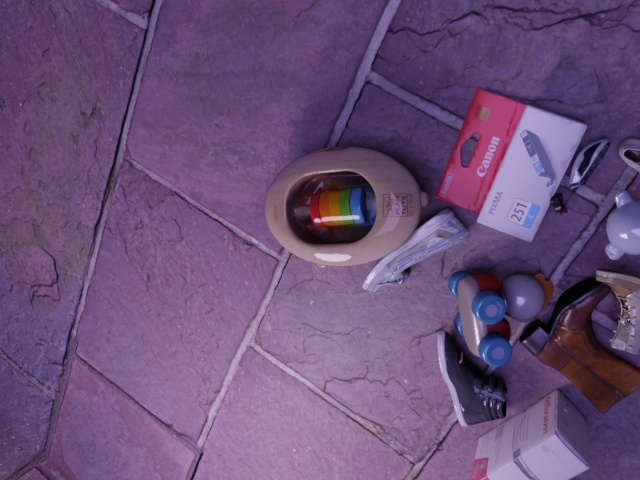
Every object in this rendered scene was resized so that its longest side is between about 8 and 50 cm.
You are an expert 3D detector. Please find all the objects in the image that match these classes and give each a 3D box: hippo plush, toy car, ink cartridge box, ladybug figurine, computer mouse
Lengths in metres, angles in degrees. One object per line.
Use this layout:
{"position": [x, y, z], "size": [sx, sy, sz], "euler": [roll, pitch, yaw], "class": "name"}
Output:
{"position": [0.717, 0.013, 1.111], "size": [0.236, 0.294, 0.235], "euler": [6, 102, 43], "class": "hippo plush"}
{"position": [0.468, 0.167, 1.340], "size": [0.237, 0.219, 0.210], "euler": [-12, 102, -1], "class": "toy car"}
{"position": [0.436, -0.179, 1.292], "size": [0.261, 0.066, 0.296], "euler": [24, 114, 16], "class": "ink cartridge box"}
{"position": [0.070, -0.089, 1.423], "size": [0.449, 0.162, 0.305], "euler": [1, 96, 27], "class": "ladybug figurine"}
{"position": [0.580, -0.150, 1.230], "size": [0.042, 0.106, 0.193], "euler": [38, 107, 31], "class": "computer mouse"}
{"position": [0.532, 0.539, 1.388], "size": [0.117, 0.207, 0.283], "euler": [46, 119, 5], "class": "ink cartridge box"}

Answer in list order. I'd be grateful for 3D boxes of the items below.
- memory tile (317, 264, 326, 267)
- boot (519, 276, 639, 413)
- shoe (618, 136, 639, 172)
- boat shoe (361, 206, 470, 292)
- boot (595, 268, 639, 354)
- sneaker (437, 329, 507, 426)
{"position": [0.000, 0.000, 1.581], "size": [0.113, 0.012, 0.148], "euler": [36, 117, 11], "class": "memory tile"}
{"position": [0.672, 0.255, 1.304], "size": [0.280, 0.096, 0.264], "euler": [39, 110, 5], "class": "boot"}
{"position": [0.741, -0.148, 1.162], "size": [0.219, 0.058, 0.077], "euler": [31, 116, 14], "class": "shoe"}
{"position": [0.239, 0.046, 1.428], "size": [0.320, 0.118, 0.103], "euler": [-42, 83, 22], "class": "boat shoe"}
{"position": [0.684, 0.163, 1.215], "size": [0.213, 0.077, 0.165], "euler": [21, 94, -13], "class": "boot"}
{"position": [0.411, 0.359, 1.454], "size": [0.146, 0.104, 0.296], "euler": [-15, 105, 26], "class": "sneaker"}
